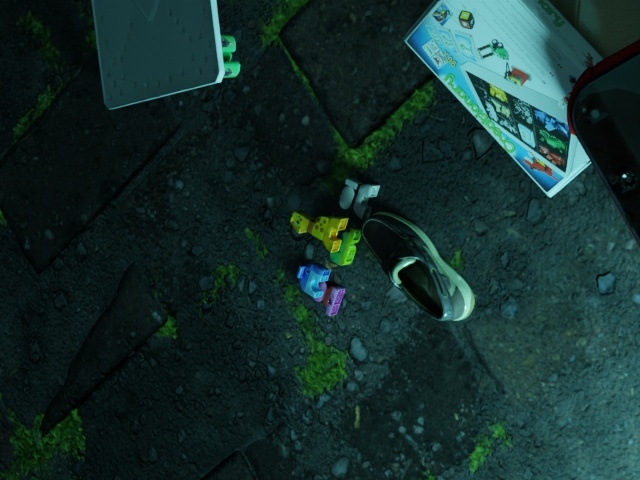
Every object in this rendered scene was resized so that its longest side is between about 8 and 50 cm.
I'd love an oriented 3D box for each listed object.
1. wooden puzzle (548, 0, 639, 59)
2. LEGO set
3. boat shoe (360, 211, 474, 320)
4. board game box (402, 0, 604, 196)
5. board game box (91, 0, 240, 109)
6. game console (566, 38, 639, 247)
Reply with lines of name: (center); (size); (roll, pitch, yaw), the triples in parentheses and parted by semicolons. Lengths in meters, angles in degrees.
wooden puzzle: (0.347, -0.369, 1.868); (0.322, 0.080, 0.348); (13, 109, 36)
LEGO set: (0.000, 0.000, 2.174); (0.093, 0.087, 0.227); (31, 112, 31)
boat shoe: (0.135, 0.038, 2.080); (0.223, 0.073, 0.080); (46, 120, 25)
board game box: (0.271, -0.226, 1.873); (0.305, 0.053, 0.193); (48, 139, 3)
board game box: (-0.270, -0.432, 2.296); (0.390, 0.050, 0.390); (-4, 93, 54)
game console: (0.521, -0.099, 1.710); (0.342, 0.060, 0.386); (-29, 94, 28)
